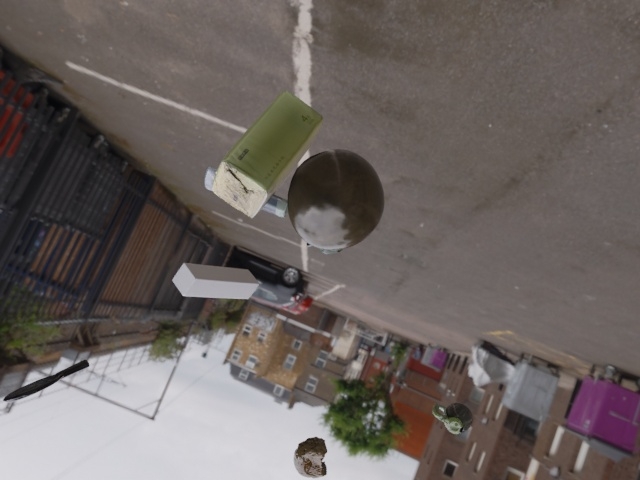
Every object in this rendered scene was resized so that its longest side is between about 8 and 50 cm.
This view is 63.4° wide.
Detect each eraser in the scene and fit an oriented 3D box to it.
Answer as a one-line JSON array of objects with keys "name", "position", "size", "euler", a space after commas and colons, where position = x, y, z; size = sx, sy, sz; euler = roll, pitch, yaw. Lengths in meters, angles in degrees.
[{"name": "eraser", "position": [-0.335, 0.136, 1.699], "size": [0.078, 0.076, 0.298], "euler": [47, -162, 29]}]

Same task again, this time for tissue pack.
[{"name": "tissue pack", "position": [-0.116, -0.183, 1.121], "size": [0.125, 0.234, 0.159], "euler": [36, 155, -5]}]

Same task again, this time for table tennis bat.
[{"name": "table tennis bat", "position": [-0.801, 0.414, 1.523], "size": [0.236, 0.027, 0.150], "euler": [-24, -174, -40]}]

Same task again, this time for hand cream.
[{"name": "hand cream", "position": [-0.206, -0.129, 1.425], "size": [0.256, 0.079, 0.048], "euler": [23, -142, 11]}]

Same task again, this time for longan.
[{"name": "longan", "position": [0.024, -0.069, 0.869], "size": [0.168, 0.167, 0.187], "euler": [23, -165, 1]}]

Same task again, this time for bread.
[{"name": "bread", "position": [-0.025, 0.517, 1.241], "size": [0.082, 0.113, 0.060], "euler": [-2, -147, -8]}]

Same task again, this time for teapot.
[{"name": "teapot", "position": [0.434, 0.594, 1.714], "size": [0.124, 0.091, 0.091], "euler": [-2, -177, 25]}]

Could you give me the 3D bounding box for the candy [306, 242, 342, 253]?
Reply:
[{"name": "candy", "position": [0.000, -0.002, 1.456], "size": [0.097, 0.097, 0.323], "euler": [24, 169, -12]}]
